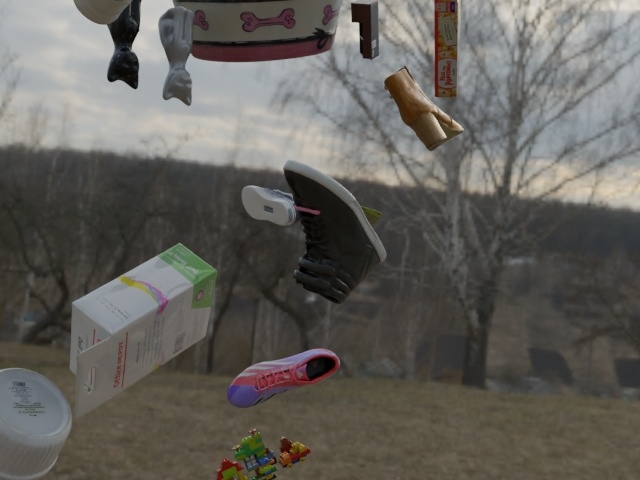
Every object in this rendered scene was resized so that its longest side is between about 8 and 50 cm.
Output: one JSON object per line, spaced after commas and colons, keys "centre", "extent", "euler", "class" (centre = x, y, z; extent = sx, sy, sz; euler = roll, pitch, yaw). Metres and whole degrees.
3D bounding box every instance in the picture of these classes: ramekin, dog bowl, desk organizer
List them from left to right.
{"centre": [-0.554, 0.329, 1.672], "extent": [0.207, 0.109, 0.207], "euler": [32, 24, -16], "class": "ramekin"}
{"centre": [-0.142, -0.518, 2.159], "extent": [0.407, 0.151, 0.408], "euler": [-2, 19, 1], "class": "dog bowl"}
{"centre": [0.103, -0.488, 2.119], "extent": [0.050, 0.130, 0.047], "euler": [11, 29, 26], "class": "desk organizer"}

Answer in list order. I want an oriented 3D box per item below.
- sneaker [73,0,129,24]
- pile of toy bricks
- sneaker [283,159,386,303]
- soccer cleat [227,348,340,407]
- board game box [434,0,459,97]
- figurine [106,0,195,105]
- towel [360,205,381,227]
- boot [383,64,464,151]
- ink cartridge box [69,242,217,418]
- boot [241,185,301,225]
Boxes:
{"centre": [-0.294, -0.489, 1.461], "extent": [0.114, 0.305, 0.152], "euler": [25, -27, -34], "class": "sneaker"}
{"centre": [-0.140, 0.468, 2.014], "extent": [0.212, 0.105, 0.118], "euler": [-22, 5, -18], "class": "pile of toy bricks"}
{"centre": [0.000, 0.000, 1.523], "extent": [0.104, 0.147, 0.296], "euler": [19, -23, 42], "class": "sneaker"}
{"centre": [-0.077, 0.287, 1.928], "extent": [0.247, 0.083, 0.095], "euler": [-16, -1, -18], "class": "soccer cleat"}
{"centre": [0.241, -0.390, 1.734], "extent": [0.045, 0.194, 0.147], "euler": [2, 34, 10], "class": "board game box"}
{"centre": [-0.349, -0.394, 1.907], "extent": [0.214, 0.210, 0.092], "euler": [14, -25, -39], "class": "figurine"}
{"centre": [0.092, -0.058, 2.321], "extent": [0.102, 0.021, 0.237], "euler": [16, -8, -1], "class": "towel"}
{"centre": [0.251, -0.330, 2.253], "extent": [0.104, 0.211, 0.295], "euler": [-31, -3, 18], "class": "boot"}
{"centre": [-0.381, 0.176, 1.829], "extent": [0.119, 0.207, 0.353], "euler": [36, 44, 23], "class": "ink cartridge box"}
{"centre": [-0.087, -0.076, 1.948], "extent": [0.086, 0.069, 0.190], "euler": [-11, 25, -35], "class": "boot"}
